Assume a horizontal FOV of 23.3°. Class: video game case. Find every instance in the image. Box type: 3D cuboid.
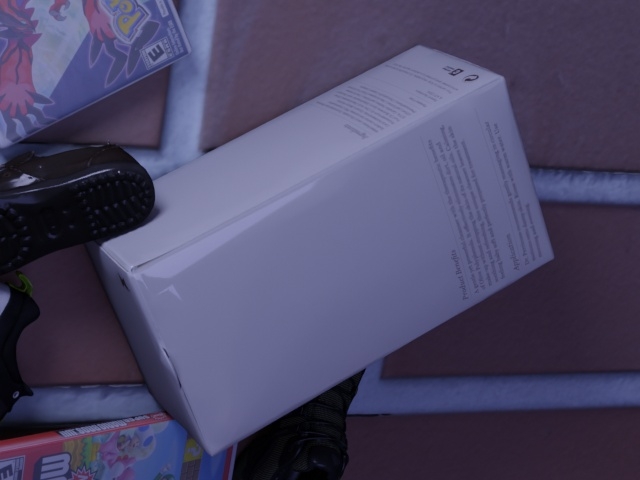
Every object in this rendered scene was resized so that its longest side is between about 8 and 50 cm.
[{"bbox_3d":[-0.197,0.255,1.368,0.285,0.025,0.204,-6,112,-43],"label":"video game case"},{"bbox_3d":[-0.218,-0.200,1.241,0.183,0.023,0.201,-29,119,-15],"label":"video game case"}]

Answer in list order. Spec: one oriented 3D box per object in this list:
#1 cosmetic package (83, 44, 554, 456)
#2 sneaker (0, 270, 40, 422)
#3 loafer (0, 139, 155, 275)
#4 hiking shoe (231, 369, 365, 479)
[{"bbox_3d":[0.000,0.000,1.350,0.365,0.155,0.197,-27,118,-16],"label":"cosmetic package"},{"bbox_3d":[-0.285,0.139,1.292,0.097,0.084,0.235,8,104,-31],"label":"sneaker"},{"bbox_3d":[-0.245,-0.027,1.262,0.220,0.078,0.080,-11,123,-6],"label":"loafer"},{"bbox_3d":[0.001,0.174,1.436,0.086,0.114,0.227,21,97,-32],"label":"hiking shoe"}]
